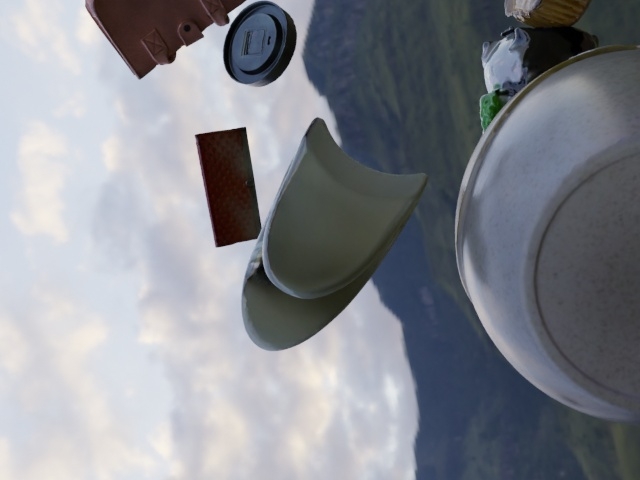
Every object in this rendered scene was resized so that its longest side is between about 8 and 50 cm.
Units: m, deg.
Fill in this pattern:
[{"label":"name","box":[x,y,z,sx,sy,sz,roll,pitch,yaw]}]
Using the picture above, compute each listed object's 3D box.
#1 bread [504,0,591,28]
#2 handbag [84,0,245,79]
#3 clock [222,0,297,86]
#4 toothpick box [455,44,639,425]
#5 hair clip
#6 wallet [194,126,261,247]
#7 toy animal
[{"label":"bread","box":[0.391,-0.434,1.625,0.199,0.104,0.199,-161,90,-74]},{"label":"handbag","box":[-0.232,-0.362,1.503,0.157,0.212,0.059,57,169,-28]},{"label":"clock","box":[-0.128,-0.413,2.096,0.040,0.184,0.185,16,-120,-50]},{"label":"toothpick box","box":[0.358,-0.025,1.129,0.425,0.408,0.409,-61,-45,-73]},{"label":"hair clip","box":[-0.001,0.004,1.251,0.282,0.172,0.113,-60,-4,-32]},{"label":"wallet","box":[-0.155,-0.092,1.699,0.103,0.020,0.197,-12,-84,-37]},{"label":"toy animal","box":[0.363,-0.221,1.665,0.212,0.212,0.267,16,-103,-71]}]
